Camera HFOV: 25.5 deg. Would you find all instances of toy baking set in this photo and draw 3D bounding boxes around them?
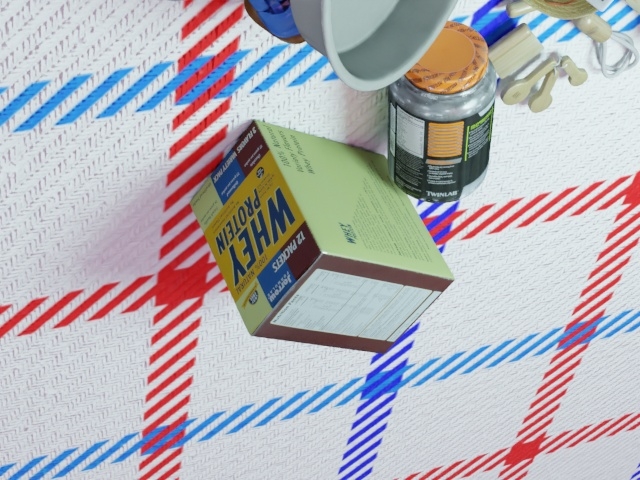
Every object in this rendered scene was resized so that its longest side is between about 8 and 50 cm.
[{"bbox_3d":[0.298,-0.235,1.601,0.256,0.030,0.196,-22,148,-6],"label":"toy baking set"}]

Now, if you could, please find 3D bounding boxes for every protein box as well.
[{"bbox_3d":[0.000,0.000,1.553,0.201,0.200,0.136,12,130,-42],"label":"protein box"}]

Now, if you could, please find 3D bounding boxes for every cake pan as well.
[{"bbox_3d":[0.065,-0.278,1.254,0.293,0.054,0.293,-45,149,-37],"label":"cake pan"}]

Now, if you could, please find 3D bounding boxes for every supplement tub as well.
[{"bbox_3d":[0.131,-0.139,1.533,0.117,0.117,0.190,-18,144,-12],"label":"supplement tub"}]

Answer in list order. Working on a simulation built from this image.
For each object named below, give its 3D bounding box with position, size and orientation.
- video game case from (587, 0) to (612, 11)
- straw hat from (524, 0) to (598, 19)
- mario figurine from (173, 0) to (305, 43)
[{"bbox_3d":[0.265,-0.318,1.372,0.157,0.143,0.019,-51,-178,46],"label":"video game case"},{"bbox_3d":[0.259,-0.305,1.448,0.061,0.144,0.144,-49,169,-48],"label":"straw hat"},{"bbox_3d":[-0.072,-0.304,1.226,0.198,0.170,0.320,-66,154,-7],"label":"mario figurine"}]
